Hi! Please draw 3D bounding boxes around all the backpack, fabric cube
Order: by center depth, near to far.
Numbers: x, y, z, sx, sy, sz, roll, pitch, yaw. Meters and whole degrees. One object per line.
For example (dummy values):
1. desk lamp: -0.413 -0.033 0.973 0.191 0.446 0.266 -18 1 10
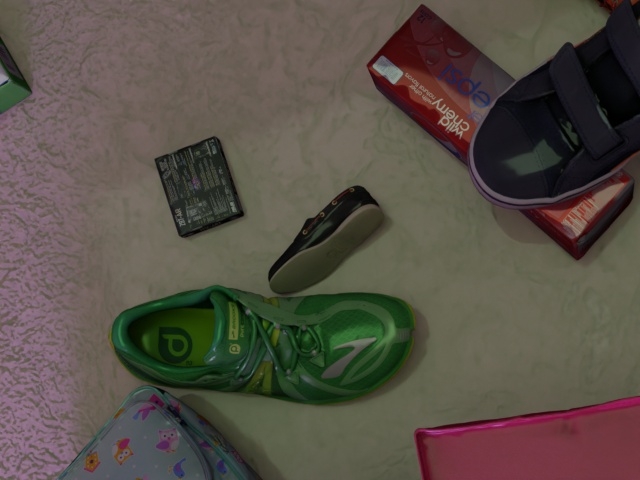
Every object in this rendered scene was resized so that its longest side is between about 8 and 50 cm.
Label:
1. fabric cube: 0.233 0.269 1.493 0.259 0.258 0.254 -9 81 10
2. backpack: -0.142 0.245 1.629 0.188 0.144 0.166 41 86 10

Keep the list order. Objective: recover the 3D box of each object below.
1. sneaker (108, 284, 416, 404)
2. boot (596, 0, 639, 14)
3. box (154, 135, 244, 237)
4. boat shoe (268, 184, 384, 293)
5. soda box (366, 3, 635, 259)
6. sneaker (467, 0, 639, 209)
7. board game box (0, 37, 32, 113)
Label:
1. sneaker: -0.058 0.099 1.640 0.295 0.123 0.110 -3 81 10
2. boot: 0.270 -0.243 1.660 0.157 0.059 0.085 -2 87 10
3. box: -0.119 -0.052 1.726 0.067 0.018 0.083 -21 79 7
4. boat shoe: 0.001 0.001 1.686 0.133 0.049 0.042 -40 49 10
5. soda box: 0.168 -0.100 1.640 0.263 0.092 0.083 42 88 13
6. sneaker: 0.271 -0.141 1.528 0.321 0.127 0.126 -29 75 -2
7. board game box: -0.489 -0.169 1.790 0.316 0.064 0.242 -32 78 5
